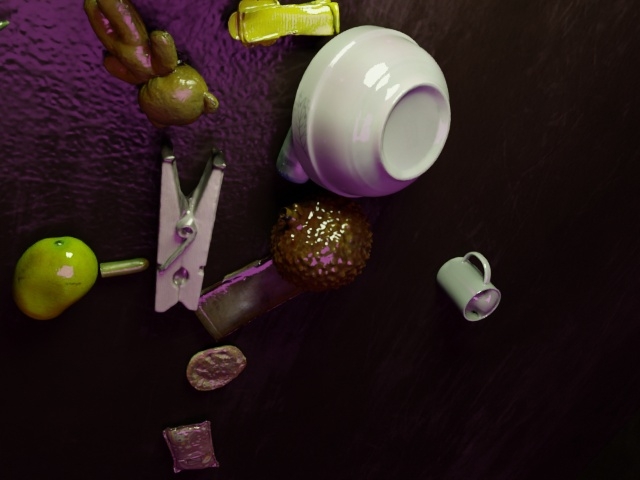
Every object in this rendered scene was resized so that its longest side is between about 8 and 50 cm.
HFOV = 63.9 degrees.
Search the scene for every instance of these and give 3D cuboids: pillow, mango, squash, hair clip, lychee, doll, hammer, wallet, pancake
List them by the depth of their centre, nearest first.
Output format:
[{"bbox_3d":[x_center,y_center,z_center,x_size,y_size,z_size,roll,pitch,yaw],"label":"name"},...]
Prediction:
[{"bbox_3d":[-0.240,-0.261,0.734,0.137,0.097,0.209,-8,129,30],"label":"doll"},{"bbox_3d":[-0.058,-0.337,0.782,0.173,0.046,0.072,-15,125,-16],"label":"hair clip"},{"bbox_3d":[-0.452,0.063,0.862,0.163,0.089,0.117,-41,129,8],"label":"mango"},{"bbox_3d":[-0.242,-0.011,0.906,0.101,0.085,0.331,2,124,-23],"label":"hair clip"},{"bbox_3d":[-0.355,0.049,0.936,0.083,0.027,0.027,-7,126,-20],"label":"squash"},{"bbox_3d":[0.017,-0.150,0.941,0.194,0.069,0.116,9,118,-34],"label":"hammer"},{"bbox_3d":[0.000,0.000,0.957,0.200,0.200,0.238,-40,142,6],"label":"lychee"},{"bbox_3d":[-0.136,0.105,1.072,0.255,0.031,0.137,-28,127,-5],"label":"wallet"},{"bbox_3d":[-0.236,0.286,1.161,0.139,0.022,0.139,-12,128,-16],"label":"pancake"},{"bbox_3d":[-0.319,0.511,1.273,0.118,0.043,0.185,-7,123,-12],"label":"pillow"}]

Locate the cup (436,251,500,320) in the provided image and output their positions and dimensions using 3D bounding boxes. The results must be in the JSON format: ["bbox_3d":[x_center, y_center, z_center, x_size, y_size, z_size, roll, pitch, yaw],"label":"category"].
[{"bbox_3d":[0.363,0.101,1.226,0.099,0.133,0.136,27,109,-35],"label":"cup"}]

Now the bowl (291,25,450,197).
[{"bbox_3d":[0.107,-0.194,0.847,0.287,0.144,0.287,-20,126,-30],"label":"bowl"}]

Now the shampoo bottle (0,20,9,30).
[{"bbox_3d":[-0.453,-0.341,0.576,0.118,0.087,0.234,-26,130,-8],"label":"shampoo bottle"}]
